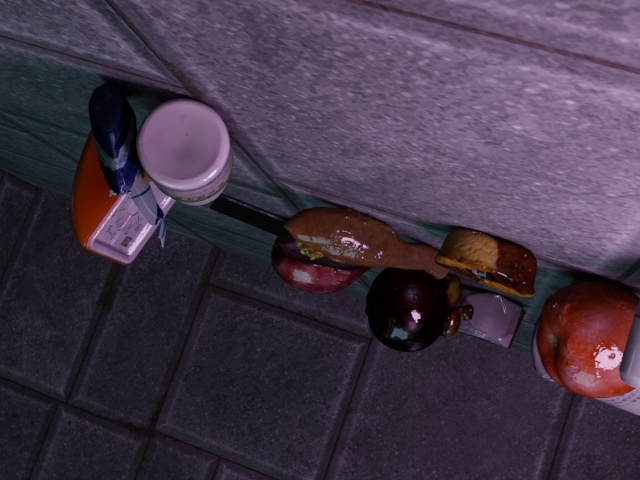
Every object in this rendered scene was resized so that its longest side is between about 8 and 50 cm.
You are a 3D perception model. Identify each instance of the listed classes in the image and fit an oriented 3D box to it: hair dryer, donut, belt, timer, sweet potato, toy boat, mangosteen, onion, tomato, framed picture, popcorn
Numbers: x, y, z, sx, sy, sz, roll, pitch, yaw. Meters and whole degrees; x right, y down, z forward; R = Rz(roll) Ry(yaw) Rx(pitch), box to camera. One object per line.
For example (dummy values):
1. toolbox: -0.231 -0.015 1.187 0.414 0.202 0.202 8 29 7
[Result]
1. hair dryer: 0.547 0.135 1.288 0.107 0.173 0.357 19 -174 23
2. donut: 0.296 0.037 1.452 0.184 0.073 0.166 19 174 12
3. belt: 0.373 0.182 2.194 0.338 0.122 0.217 17 175 35
4. timer: -0.403 -0.083 1.701 0.161 0.250 0.257 19 173 8
5. sweet potato: 0.109 0.008 1.658 0.385 0.109 0.109 16 175 -22
6. toy boat: -0.302 -0.100 1.332 0.067 0.220 0.291 -13 138 -3
7. mangosteen: 0.242 0.164 2.017 0.265 0.228 0.228 5 173 -1
8. onion: 0.014 0.071 2.081 0.283 0.120 0.227 7 -161 -8
9. tomato: 0.486 0.171 1.448 0.184 0.208 0.208 -4 177 -10
10. framed picture: -0.165 -0.058 2.224 0.255 0.014 0.338 21 172 -10
11. popcorn: -0.001 -0.002 1.939 0.109 0.089 0.097 22 162 10

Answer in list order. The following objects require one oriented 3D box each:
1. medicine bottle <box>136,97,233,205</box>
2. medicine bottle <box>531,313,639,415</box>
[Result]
1. medicine bottle: -0.206 -0.128 1.297 0.139 0.139 0.237 20 172 -3
2. medicine bottle: 0.615 0.243 1.685 0.332 0.190 0.190 23 172 -20
